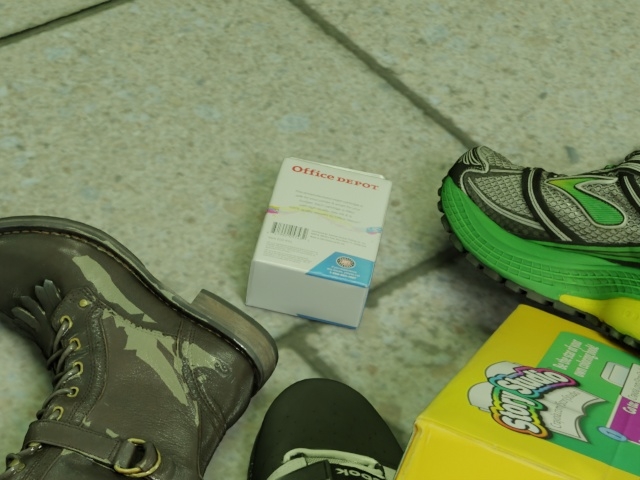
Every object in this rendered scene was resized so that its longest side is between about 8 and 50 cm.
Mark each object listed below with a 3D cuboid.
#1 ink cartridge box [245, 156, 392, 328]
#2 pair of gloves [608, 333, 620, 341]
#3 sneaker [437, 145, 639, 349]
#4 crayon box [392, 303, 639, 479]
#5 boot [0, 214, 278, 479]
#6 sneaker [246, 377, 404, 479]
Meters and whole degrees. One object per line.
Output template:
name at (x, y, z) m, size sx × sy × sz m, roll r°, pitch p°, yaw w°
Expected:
ink cartridge box at (0.000, 0.000, 1.254) m, size 0.089 × 0.052 × 0.122 m, roll 13°, pitch 44°, yaw 2°
pair of gloves at (0.312, 0.099, 1.231) m, size 0.159 × 0.023 × 0.198 m, roll -14°, pitch 49°, yaw -24°
sneaker at (0.223, -0.008, 1.180) m, size 0.134 × 0.146 × 0.343 m, roll 15°, pitch 8°, yaw -43°
crayon box at (0.218, 0.163, 0.967) m, size 0.313 × 0.106 × 0.363 m, roll 20°, pitch 11°, yaw 12°
boot at (-0.166, 0.106, 1.083) m, size 0.263 × 0.091 × 0.229 m, roll 21°, pitch 44°, yaw 9°
sneaker at (0.022, 0.186, 0.998) m, size 0.122 × 0.146 × 0.330 m, roll 1°, pitch 43°, yaw -8°
